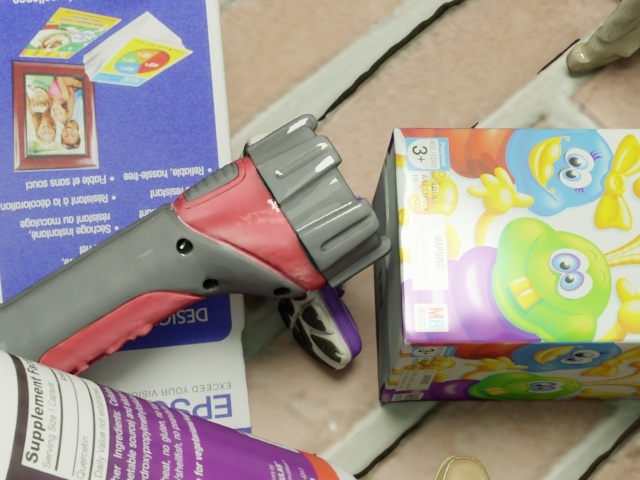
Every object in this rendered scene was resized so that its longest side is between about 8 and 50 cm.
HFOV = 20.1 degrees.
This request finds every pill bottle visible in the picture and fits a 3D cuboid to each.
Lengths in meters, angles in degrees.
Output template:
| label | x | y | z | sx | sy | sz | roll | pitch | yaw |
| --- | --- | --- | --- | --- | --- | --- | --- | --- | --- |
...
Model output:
| label | x | y | z | sx | sy | sz | roll | pitch | yaw |
| --- | --- | --- | --- | --- | --- | --- | --- | --- | --- |
| pill bottle | -0.140 | 0.168 | 0.992 | 0.323 | 0.181 | 0.181 | 21 | 68 | -24 |

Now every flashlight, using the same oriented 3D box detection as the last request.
| label | x | y | z | sx | sy | sz | roll | pitch | yaw |
| --- | --- | --- | --- | --- | --- | --- | --- | --- | --- |
| flashlight | -0.109 | 0.042 | 1.089 | 0.304 | 0.103 | 0.103 | -33 | 65 | 1 |

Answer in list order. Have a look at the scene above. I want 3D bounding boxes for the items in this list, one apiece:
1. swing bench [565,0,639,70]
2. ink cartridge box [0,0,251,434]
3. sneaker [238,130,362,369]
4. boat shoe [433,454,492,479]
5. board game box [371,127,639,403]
| label | x | y | z | sx | sy | sz | roll | pitch | yaw |
| --- | --- | --- | --- | --- | --- | --- | --- | --- | --- |
| swing bench | 0.215 | -0.286 | 1.190 | 0.165 | 0.253 | 0.254 | -26 | 80 | -21 |
| ink cartridge box | -0.206 | -0.015 | 1.145 | 0.304 | 0.072 | 0.307 | -5 | 100 | -7 |
| sneaker | 0.000 | 0.000 | 1.182 | 0.071 | 0.068 | 0.170 | -12 | 71 | -15 |
| boat shoe | 0.093 | 0.197 | 1.128 | 0.050 | 0.045 | 0.135 | 1 | 70 | -5 |
| board game box | 0.178 | 0.017 | 1.148 | 0.275 | 0.142 | 0.144 | 0 | 70 | -5 |
